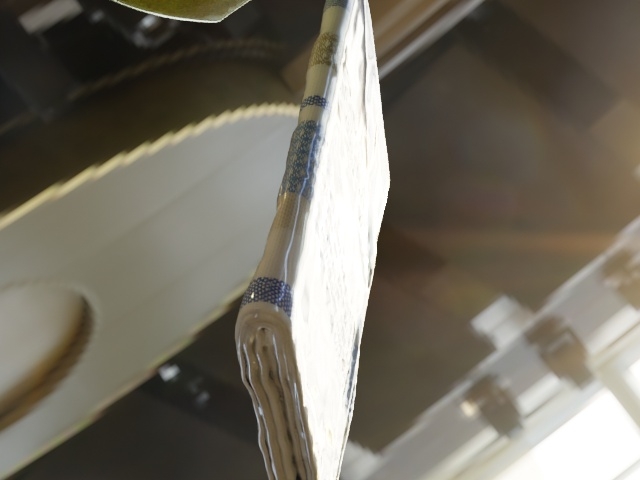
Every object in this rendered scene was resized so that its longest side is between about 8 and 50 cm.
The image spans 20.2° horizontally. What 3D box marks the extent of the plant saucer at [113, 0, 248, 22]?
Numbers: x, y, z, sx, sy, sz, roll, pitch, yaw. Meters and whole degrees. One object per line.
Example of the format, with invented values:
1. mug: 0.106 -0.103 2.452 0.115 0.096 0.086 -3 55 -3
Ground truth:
1. plant saucer: 0.008 -0.180 0.916 0.188 0.045 0.188 -28 11 40

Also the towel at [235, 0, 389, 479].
1. towel: 0.000 0.000 1.008 0.034 0.285 0.209 3 -40 10
